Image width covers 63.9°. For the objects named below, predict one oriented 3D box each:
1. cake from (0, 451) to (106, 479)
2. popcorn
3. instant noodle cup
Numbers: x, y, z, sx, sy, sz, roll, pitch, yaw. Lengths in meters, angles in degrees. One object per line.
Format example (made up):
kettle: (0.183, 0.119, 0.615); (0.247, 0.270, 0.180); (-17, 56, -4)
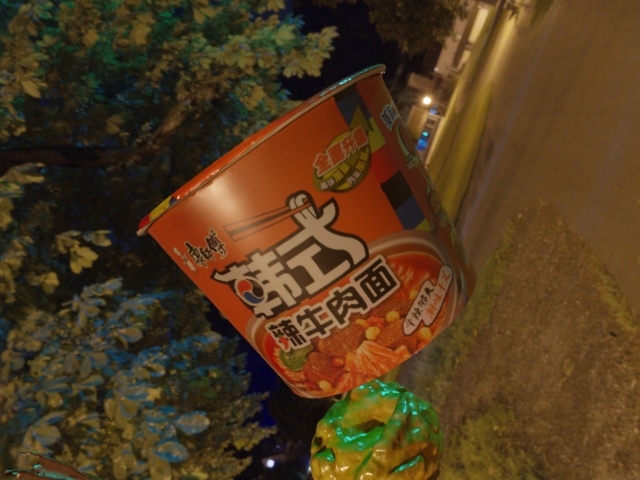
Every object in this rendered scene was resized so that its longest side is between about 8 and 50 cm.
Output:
cake: (-0.378, 0.410, 0.790); (0.287, 0.135, 0.098); (46, -129, -35)
popcorn: (0.086, 0.303, 0.742); (0.155, 0.198, 0.197); (51, -133, -32)
instant noodle cup: (0.000, 0.000, 0.452); (0.250, 0.192, 0.250); (-33, 8, 5)
